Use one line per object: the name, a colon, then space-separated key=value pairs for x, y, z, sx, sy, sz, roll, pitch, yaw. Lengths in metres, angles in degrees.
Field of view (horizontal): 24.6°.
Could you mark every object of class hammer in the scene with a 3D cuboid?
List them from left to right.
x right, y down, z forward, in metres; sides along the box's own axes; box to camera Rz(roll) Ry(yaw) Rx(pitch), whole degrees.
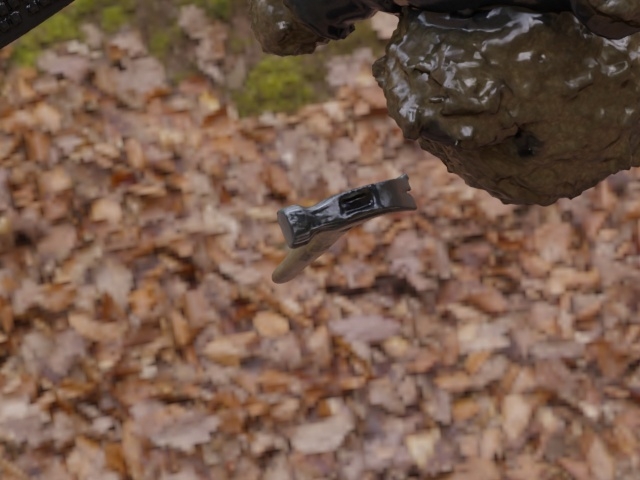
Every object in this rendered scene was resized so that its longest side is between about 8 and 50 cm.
hammer: x=0.000 y=0.000 z=0.680 sx=0.062 sy=0.017 sz=0.182 roll=-19 pitch=-6 yaw=-12

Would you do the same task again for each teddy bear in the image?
teddy bear: x=0.041 y=-0.113 z=0.485 sx=0.182 sy=0.251 sz=0.129 roll=25 pitch=73 yaw=48

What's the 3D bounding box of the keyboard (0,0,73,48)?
keyboard: x=-0.289 y=-0.168 z=1.136 sx=0.250 sy=0.087 sz=0.017 roll=-34 pitch=27 yaw=-12
